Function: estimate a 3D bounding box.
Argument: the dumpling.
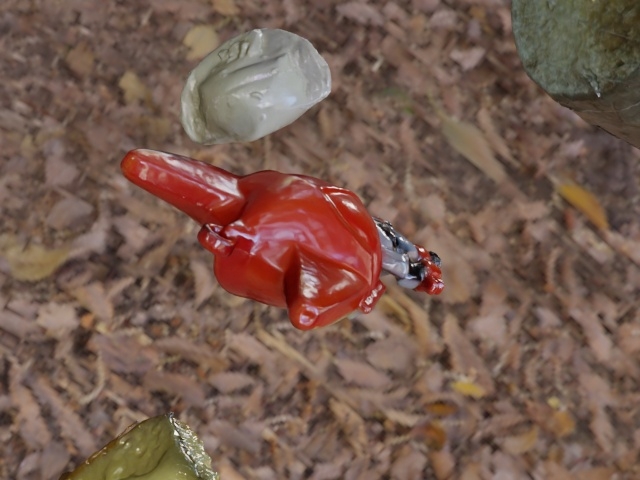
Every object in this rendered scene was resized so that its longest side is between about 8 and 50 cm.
[{"bbox_3d":[-0.038,-0.085,0.714,0.052,0.076,0.057,-29,96,-44],"label":"dumpling"}]

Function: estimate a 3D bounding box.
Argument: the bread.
[{"bbox_3d":[-0.227,0.347,1.572,0.204,0.262,0.162,52,-5,41],"label":"bread"}]

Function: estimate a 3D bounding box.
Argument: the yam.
[{"bbox_3d":[0.201,-0.111,0.674,0.254,0.154,0.154,20,37,-45],"label":"yam"}]

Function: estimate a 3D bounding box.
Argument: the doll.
[{"bbox_3d":[0.000,0.000,0.566,0.109,0.057,0.169,40,22,25],"label":"doll"}]
